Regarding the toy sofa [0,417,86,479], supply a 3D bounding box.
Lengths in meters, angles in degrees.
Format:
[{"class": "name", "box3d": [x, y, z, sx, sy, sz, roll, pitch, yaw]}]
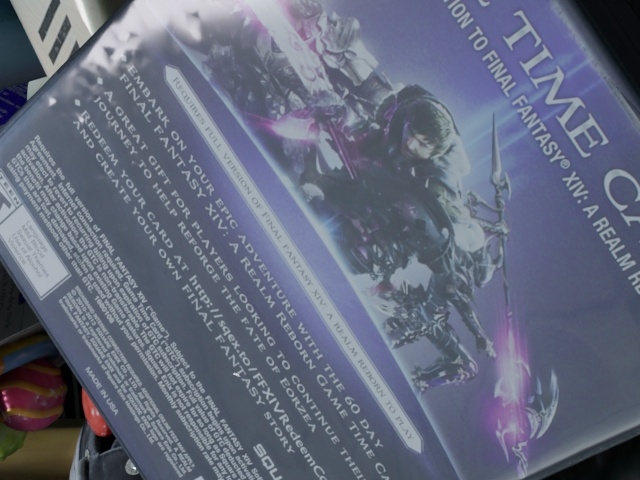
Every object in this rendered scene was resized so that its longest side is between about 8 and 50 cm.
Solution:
[{"class": "toy sofa", "box3d": [-0.134, 0.256, 0.995, 0.362, 0.150, 0.177, -132, 46, -61]}]

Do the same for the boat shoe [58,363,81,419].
[{"class": "boat shoe", "box3d": [-0.272, 0.143, 1.291, 0.156, 0.187, 0.500, 82, 171, -64]}]

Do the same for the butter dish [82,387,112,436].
[{"class": "butter dish", "box3d": [-0.052, 0.071, 0.804, 0.160, 0.118, 0.159, 116, 148, -52]}]

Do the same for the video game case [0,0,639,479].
[{"class": "video game case", "box3d": [0.000, 0.000, 0.545, 0.274, 0.026, 0.196, -35, 88, 44]}]

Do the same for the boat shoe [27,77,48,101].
[{"class": "boat shoe", "box3d": [-0.096, -0.125, 0.997, 0.099, 0.116, 0.319, -52, -17, -38]}]

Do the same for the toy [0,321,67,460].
[{"class": "toy", "box3d": [-0.180, 0.092, 1.026, 0.056, 0.237, 0.137, 53, 142, 6]}]

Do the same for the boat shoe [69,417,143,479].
[{"class": "boat shoe", "box3d": [-0.077, 0.142, 0.908, 0.301, 0.108, 0.102, -112, 28, -64]}]

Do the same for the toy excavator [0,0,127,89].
[{"class": "toy excavator", "box3d": [-0.123, -0.129, 0.742, 0.433, 0.222, 0.445, -25, 89, 53]}]

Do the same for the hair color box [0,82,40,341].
[{"class": "hair color box", "box3d": [-0.256, -0.006, 1.078, 0.110, 0.339, 0.185, 27, 125, 22]}]
